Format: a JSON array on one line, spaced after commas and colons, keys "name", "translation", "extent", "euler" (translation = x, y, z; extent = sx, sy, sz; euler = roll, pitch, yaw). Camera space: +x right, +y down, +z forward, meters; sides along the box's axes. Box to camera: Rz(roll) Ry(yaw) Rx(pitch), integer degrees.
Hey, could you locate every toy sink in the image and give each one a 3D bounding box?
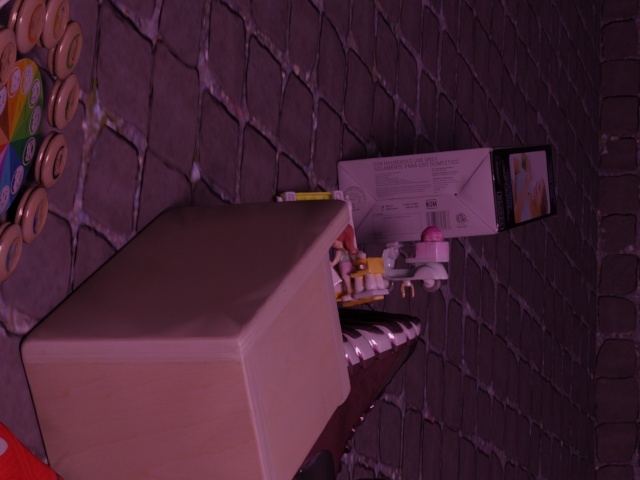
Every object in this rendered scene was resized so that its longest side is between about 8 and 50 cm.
[{"name": "toy sink", "translation": [-0.072, 0.076, 0.999], "extent": [0.234, 0.152, 0.131], "euler": [-53, 137, -61]}]

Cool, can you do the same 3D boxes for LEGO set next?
[{"name": "LEGO set", "translation": [0.000, 0.000, 1.257], "extent": [0.287, 0.132, 0.107], "euler": [5, 75, -63]}]

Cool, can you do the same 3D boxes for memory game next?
[{"name": "memory game", "translation": [-0.174, -0.057, 0.839], "extent": [0.186, 0.012, 0.186], "euler": [16, 90, -83]}]

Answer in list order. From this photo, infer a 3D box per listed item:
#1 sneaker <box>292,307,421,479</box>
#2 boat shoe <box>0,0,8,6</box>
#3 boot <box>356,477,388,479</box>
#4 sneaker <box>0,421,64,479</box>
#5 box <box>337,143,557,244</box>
[{"name": "sneaker", "translation": [0.001, 0.153, 1.291], "extent": [0.281, 0.106, 0.163], "euler": [-13, 107, -60]}, {"name": "boat shoe", "translation": [-0.208, -0.145, 0.754], "extent": [0.302, 0.109, 0.094], "euler": [-52, 153, -48]}, {"name": "boot", "translation": [-0.010, 0.310, 1.173], "extent": [0.246, 0.083, 0.161], "euler": [-32, 125, -32]}, {"name": "sneaker", "translation": [-0.147, 0.169, 0.833], "extent": [0.279, 0.118, 0.107], "euler": [60, 34, -52]}, {"name": "box", "translation": [0.143, -0.053, 1.574], "extent": [0.290, 0.169, 0.087], "euler": [-11, 96, -68]}]
